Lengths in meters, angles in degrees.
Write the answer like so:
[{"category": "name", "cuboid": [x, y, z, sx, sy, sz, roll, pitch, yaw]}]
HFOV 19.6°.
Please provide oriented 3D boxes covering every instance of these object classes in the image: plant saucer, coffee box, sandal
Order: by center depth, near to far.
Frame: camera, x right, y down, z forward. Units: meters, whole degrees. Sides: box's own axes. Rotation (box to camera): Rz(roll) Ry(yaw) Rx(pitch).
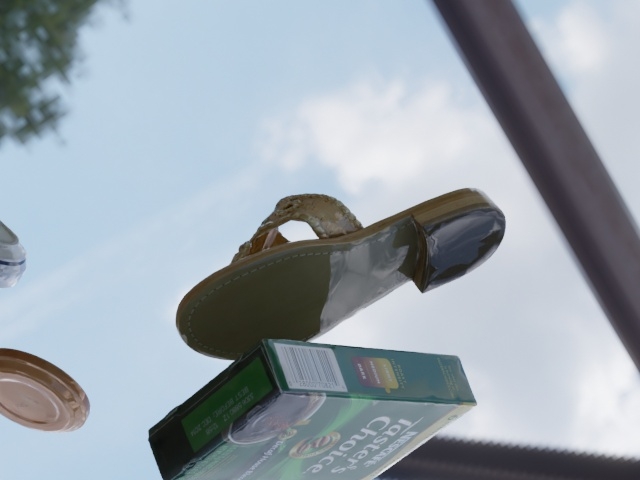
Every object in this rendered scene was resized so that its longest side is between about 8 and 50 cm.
[{"category": "coffee box", "cuboid": [-0.001, 0.108, 1.134, 0.113, 0.184, 0.040, -39, -120, 31]}, {"category": "sandal", "cuboid": [-0.001, 0.005, 1.198, 0.240, 0.088, 0.079, -17, -136, -24]}, {"category": "plant saucer", "cuboid": [-0.192, 0.101, 1.216, 0.083, 0.083, 0.013, -12, -139, 40]}]

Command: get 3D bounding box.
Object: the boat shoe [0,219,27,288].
[{"category": "boat shoe", "cuboid": [-0.309, -0.050, 1.381, 0.076, 0.226, 0.083, -57, -178, 18]}]
